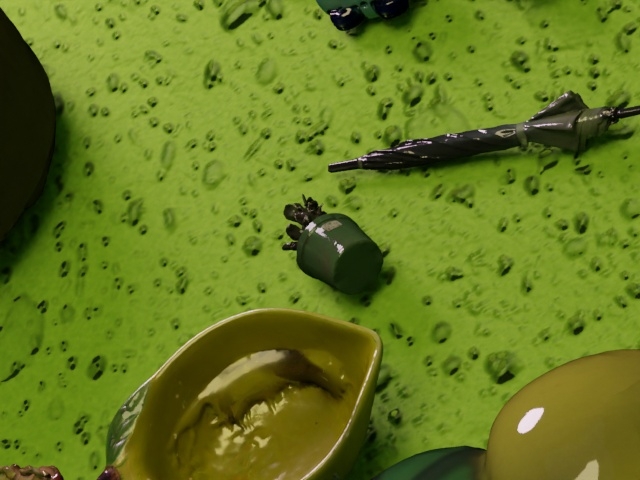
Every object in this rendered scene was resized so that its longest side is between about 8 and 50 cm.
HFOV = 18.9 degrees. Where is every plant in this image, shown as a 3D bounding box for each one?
[{"bbox_3d":[0.000,0.000,1.328,0.051,0.051,0.102,-45,38,-6],"label":"plant"}]

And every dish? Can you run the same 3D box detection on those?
[{"bbox_3d":[-0.040,0.129,1.236,0.207,0.080,0.149,-27,48,7],"label":"dish"}]

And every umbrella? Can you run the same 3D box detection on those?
[{"bbox_3d":[0.124,-0.077,1.320,0.269,0.044,0.044,-5,25,25],"label":"umbrella"}]

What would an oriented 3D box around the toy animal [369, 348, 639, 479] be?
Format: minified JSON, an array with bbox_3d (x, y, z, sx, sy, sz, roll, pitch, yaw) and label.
[{"bbox_3d":[0.138,0.165,1.036,0.338,0.191,0.216,-27,49,10],"label":"toy animal"}]

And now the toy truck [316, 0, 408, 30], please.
[{"bbox_3d":[0.010,-0.199,1.458,0.136,0.063,0.074,-9,34,25],"label":"toy truck"}]

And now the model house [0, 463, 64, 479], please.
[{"bbox_3d":[-0.160,0.255,1.162,0.254,0.160,0.196,14,66,38],"label":"model house"}]

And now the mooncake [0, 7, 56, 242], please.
[{"bbox_3d":[-0.343,-0.077,1.499,0.284,0.155,0.284,-16,50,20],"label":"mooncake"}]
